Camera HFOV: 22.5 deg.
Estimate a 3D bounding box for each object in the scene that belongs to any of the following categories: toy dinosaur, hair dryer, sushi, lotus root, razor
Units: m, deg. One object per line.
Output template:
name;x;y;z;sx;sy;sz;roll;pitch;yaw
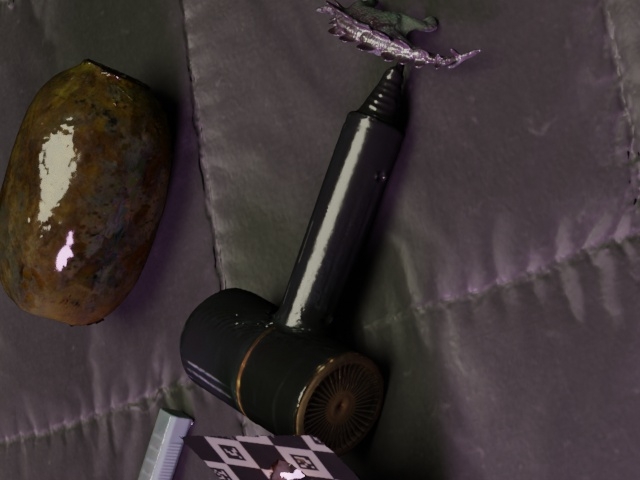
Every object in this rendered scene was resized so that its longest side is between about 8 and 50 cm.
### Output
toy dinosaur;0.059;-0.179;1.394;0.209;0.082;0.039;25;113;43
hair dryer;0.000;0.000;1.447;0.189;0.107;0.352;25;98;43
sushi;0.005;0.216;1.381;0.193;0.210;0.040;-7;43;46
lotus root;-0.242;-0.046;1.650;0.152;0.160;0.274;31;110;55
razor;-0.185;0.305;1.638;0.111;0.056;0.277;23;105;47
